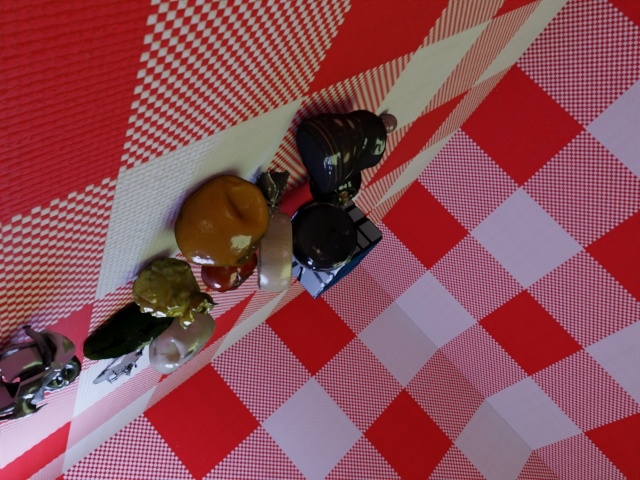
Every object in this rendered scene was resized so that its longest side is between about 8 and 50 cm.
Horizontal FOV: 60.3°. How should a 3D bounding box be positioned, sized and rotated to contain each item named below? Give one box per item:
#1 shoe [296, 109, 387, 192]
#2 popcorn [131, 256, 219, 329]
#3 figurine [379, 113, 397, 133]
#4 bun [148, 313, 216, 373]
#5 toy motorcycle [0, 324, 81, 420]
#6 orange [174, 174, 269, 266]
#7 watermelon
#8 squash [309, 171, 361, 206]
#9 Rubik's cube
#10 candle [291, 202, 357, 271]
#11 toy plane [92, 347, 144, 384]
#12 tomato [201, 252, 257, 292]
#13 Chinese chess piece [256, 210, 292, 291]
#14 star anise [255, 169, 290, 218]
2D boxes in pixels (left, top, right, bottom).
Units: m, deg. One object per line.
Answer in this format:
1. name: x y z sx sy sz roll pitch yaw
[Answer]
1. shoe: 0.068 -0.263 1.493 0.237 0.171 0.384 -35 172 -3
2. popcorn: -0.376 0.139 1.406 0.173 0.195 0.168 -42 180 26
3. figurine: 0.228 -0.398 1.872 0.071 0.067 0.083 -22 -152 54
4. bun: -0.492 0.339 1.939 0.273 0.168 0.273 -43 -177 3
5. toy motorcycle: -0.648 0.276 1.136 0.327 0.143 0.188 -8 138 -48
6. orange: -0.226 -0.026 1.322 0.249 0.183 0.249 -42 169 -10
7. watermelon: -0.532 0.244 1.571 0.301 0.123 0.129 -34 -171 -31
8. squash: 0.052 -0.193 1.815 0.193 0.156 0.193 -25 138 -25
9. Rubik's cube: 0.024 0.007 2.187 0.283 0.293 0.288 -36 167 -48
10. candle: 0.000 0.000 1.860 0.221 0.221 0.342 -41 180 -8
11. toy plane: -0.676 0.436 1.871 0.234 0.082 0.160 -45 -163 14
12. tomato: -0.282 0.074 1.635 0.187 0.151 0.187 -44 180 0
13. Chinese chess piece: -0.148 0.034 1.732 0.104 0.257 0.257 -1 161 -8
14. star anise: -0.157 -0.108 1.520 0.209 0.089 0.231 -56 179 -13
